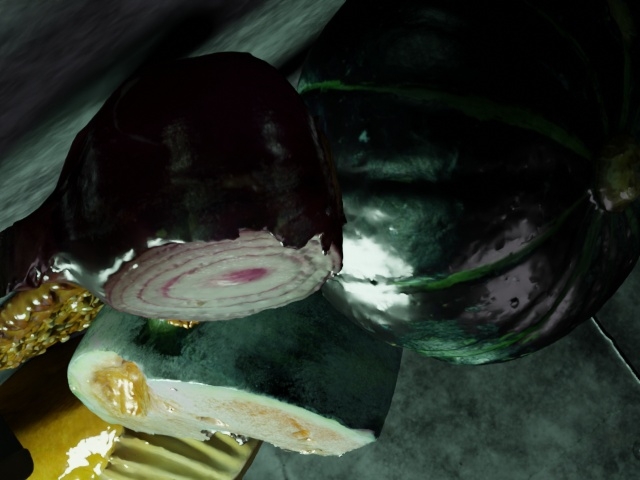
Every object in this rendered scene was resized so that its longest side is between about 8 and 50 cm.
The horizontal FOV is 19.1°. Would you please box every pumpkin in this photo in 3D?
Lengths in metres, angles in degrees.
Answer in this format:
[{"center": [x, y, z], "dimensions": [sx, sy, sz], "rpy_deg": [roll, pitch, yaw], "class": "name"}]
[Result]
[{"center": [0.123, -0.062, 1.320], "dimensions": [0.238, 0.315, 0.315], "rpy_deg": [11, -152, 35], "class": "pumpkin"}]

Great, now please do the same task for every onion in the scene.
[{"center": [-0.098, -0.025, 1.114], "dimensions": [0.218, 0.140, 0.195], "rpy_deg": [-12, 171, 2], "class": "onion"}]

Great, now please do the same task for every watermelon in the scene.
[{"center": [-0.078, 0.061, 1.539], "dimensions": [0.321, 0.188, 0.175], "rpy_deg": [-1, 153, 35], "class": "watermelon"}]

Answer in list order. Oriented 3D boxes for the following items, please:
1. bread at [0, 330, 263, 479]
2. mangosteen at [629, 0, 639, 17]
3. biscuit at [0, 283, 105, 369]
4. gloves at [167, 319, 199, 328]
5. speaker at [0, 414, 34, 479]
[{"center": [-0.201, 0.179, 1.844], "dimensions": [0.388, 0.183, 0.236], "rpy_deg": [-29, -150, 47], "class": "bread"}, {"center": [0.274, -0.136, 1.778], "dimensions": [0.300, 0.300, 0.300], "rpy_deg": [-36, 176, -3], "class": "mangosteen"}, {"center": [-0.177, 0.027, 1.628], "dimensions": [0.305, 0.038, 0.305], "rpy_deg": [-36, 176, -3], "class": "biscuit"}, {"center": [-0.070, -0.027, 1.418], "dimensions": [0.218, 0.131, 0.140], "rpy_deg": [-8, 146, -11], "class": "gloves"}, {"center": [-0.317, 0.150, 1.082], "dimensions": [0.231, 0.153, 0.192], "rpy_deg": [-37, 177, 16], "class": "speaker"}]
